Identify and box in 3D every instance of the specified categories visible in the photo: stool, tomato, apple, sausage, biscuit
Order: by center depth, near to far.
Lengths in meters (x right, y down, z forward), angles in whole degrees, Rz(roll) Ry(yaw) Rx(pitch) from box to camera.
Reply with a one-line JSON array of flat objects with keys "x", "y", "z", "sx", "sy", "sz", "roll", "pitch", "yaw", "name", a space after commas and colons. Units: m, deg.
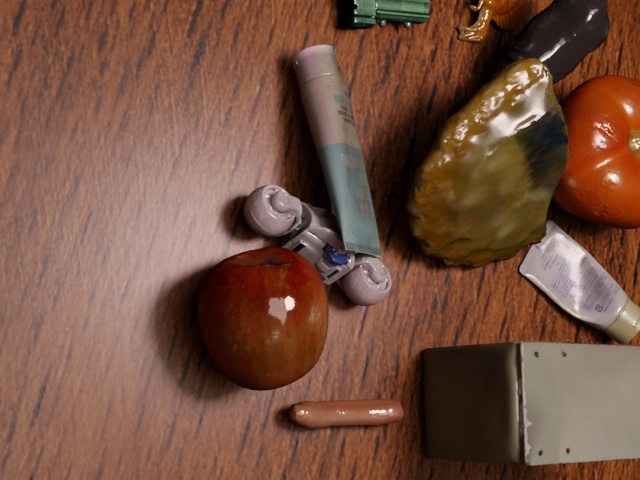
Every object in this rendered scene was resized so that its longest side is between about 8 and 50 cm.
[{"x": -0.075, "y": 0.100, "z": 1.455, "sx": 0.181, "sy": 0.181, "sz": 0.169, "roll": -21, "pitch": 115, "yaw": -29, "name": "apple"}, {"x": 0.036, "y": 0.249, "z": 1.563, "sx": 0.186, "sy": 0.043, "sz": 0.043, "roll": 3, "pitch": 81, "yaw": -29, "name": "sausage"}, {"x": 0.322, "y": 0.238, "z": 1.606, "sx": 0.269, "sy": 0.243, "sz": 0.170, "roll": 3, "pitch": 81, "yaw": -28, "name": "stool"}, {"x": 0.282, "y": -0.092, "z": 1.655, "sx": 0.329, "sy": 0.078, "sz": 0.335, "roll": -53, "pitch": 137, "yaw": 6, "name": "biscuit"}, {"x": 0.470, "y": -0.144, "z": 1.781, "sx": 0.259, "sy": 0.180, "sz": 0.260, "roll": 6, "pitch": 78, "yaw": -27, "name": "tomato"}]

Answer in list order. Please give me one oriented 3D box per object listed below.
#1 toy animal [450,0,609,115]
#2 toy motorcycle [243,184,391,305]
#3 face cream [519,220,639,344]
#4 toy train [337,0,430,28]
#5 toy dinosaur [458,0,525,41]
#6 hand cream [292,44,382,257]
[{"x": 0.322, "y": -0.268, "z": 1.729, "sx": 0.343, "sy": 0.168, "sz": 0.106, "roll": -45, "pitch": 100, "yaw": -10, "name": "toy animal"}, {"x": 0.000, "y": 0.000, "z": 1.561, "sx": 0.254, "sy": 0.112, "sz": 0.112, "roll": 37, "pitch": 67, "yaw": -20, "name": "toy motorcycle"}, {"x": 0.435, "y": 0.076, "z": 1.808, "sx": 0.224, "sy": 0.070, "sz": 0.114, "roll": 38, "pitch": 66, "yaw": -5, "name": "face cream"}, {"x": 0.104, "y": -0.379, "z": 1.682, "sx": 0.170, "sy": 0.071, "sz": 0.111, "roll": -2, "pitch": 93, "yaw": -30, "name": "toy train"}, {"x": 0.315, "y": -0.406, "z": 1.807, "sx": 0.212, "sy": 0.057, "sz": 0.142, "roll": -9, "pitch": 99, "yaw": -28, "name": "toy dinosaur"}, {"x": 0.028, "y": -0.128, "z": 1.557, "sx": 0.111, "sy": 0.070, "sz": 0.312, "roll": 12, "pitch": 59, "yaw": -61, "name": "hand cream"}]
